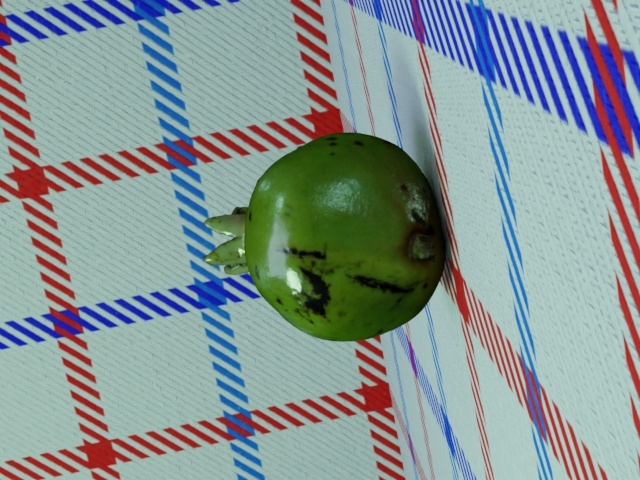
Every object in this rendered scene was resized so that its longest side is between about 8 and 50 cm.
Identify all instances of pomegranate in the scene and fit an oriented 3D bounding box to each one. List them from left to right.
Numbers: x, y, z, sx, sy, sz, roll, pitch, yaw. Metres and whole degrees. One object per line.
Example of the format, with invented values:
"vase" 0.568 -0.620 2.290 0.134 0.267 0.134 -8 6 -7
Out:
"pomegranate" 0.000 0.000 1.511 0.260 0.341 0.260 17 -110 -55
